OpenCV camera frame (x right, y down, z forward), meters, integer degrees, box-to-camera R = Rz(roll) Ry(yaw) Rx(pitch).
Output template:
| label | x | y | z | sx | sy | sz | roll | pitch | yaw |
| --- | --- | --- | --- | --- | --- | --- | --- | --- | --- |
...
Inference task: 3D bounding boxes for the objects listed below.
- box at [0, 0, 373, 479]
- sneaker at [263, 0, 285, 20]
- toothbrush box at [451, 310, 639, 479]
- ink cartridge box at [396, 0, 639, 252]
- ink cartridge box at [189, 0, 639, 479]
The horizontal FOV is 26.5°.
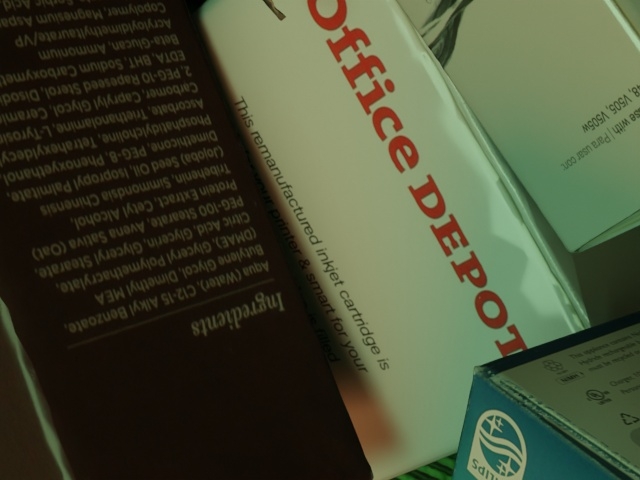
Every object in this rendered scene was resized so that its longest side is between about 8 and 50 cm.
| label | x | y | z | sx | sy | sz | roll | pitch | yaw |
| --- | --- | --- | --- | --- | --- | --- | --- | --- | --- |
| box | -0.150 | -0.040 | 0.537 | 0.191 | 0.143 | 0.381 | -27 | 85 | 42 |
| sneaker | -0.051 | -0.156 | 0.487 | 0.051 | 0.089 | 0.170 | -37 | 44 | 9 |
| toothbrush box | 0.145 | 0.168 | 0.478 | 0.126 | 0.216 | 0.296 | 36 | 130 | 43 |
| ink cartridge box | 0.093 | -0.122 | 0.442 | 0.208 | 0.153 | 0.087 | 57 | 151 | 5 |
| ink cartridge box | 0.000 | 0.000 | 0.597 | 0.278 | 0.117 | 0.201 | -32 | 87 | 42 |
